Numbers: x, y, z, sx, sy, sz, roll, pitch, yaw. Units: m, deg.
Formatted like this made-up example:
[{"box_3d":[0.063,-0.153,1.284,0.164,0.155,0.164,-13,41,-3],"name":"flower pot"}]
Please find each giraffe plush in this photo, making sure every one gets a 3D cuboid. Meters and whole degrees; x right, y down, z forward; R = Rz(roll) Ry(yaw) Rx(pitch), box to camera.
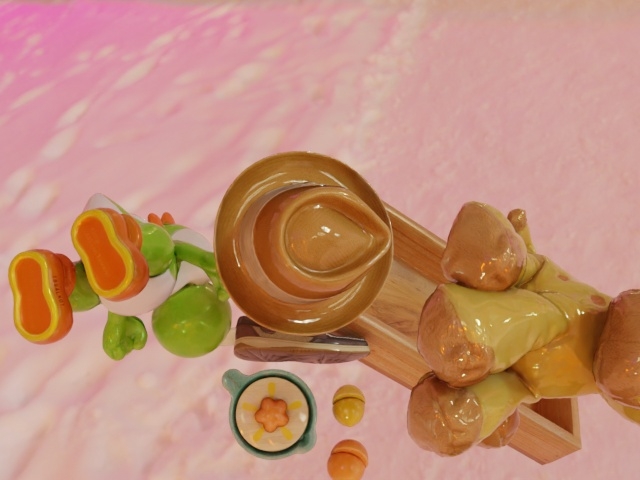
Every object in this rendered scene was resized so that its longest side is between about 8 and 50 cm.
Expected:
[{"box_3d":[0.177,0.073,0.492,0.170,0.181,0.210,15,15,29],"name":"giraffe plush"}]

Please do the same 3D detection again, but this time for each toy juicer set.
[{"box_3d":[-0.039,0.249,1.126,0.209,0.329,0.089,-22,-8,-7],"name":"toy juicer set"}]

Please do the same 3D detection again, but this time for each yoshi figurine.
[{"box_3d":[-0.202,0.073,0.917,0.203,0.362,0.203,21,93,15],"name":"yoshi figurine"}]

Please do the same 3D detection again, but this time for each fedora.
[{"box_3d":[0.000,0.000,0.687,0.194,0.194,0.079,-44,16,-24],"name":"fedora"}]

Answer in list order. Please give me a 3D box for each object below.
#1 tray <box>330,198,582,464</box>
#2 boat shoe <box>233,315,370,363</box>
[{"box_3d":[0.149,0.100,0.928,0.076,0.411,0.203,-45,21,41],"name":"tray"},{"box_3d":[-0.018,0.104,0.792,0.152,0.056,0.049,7,64,-21],"name":"boat shoe"}]
